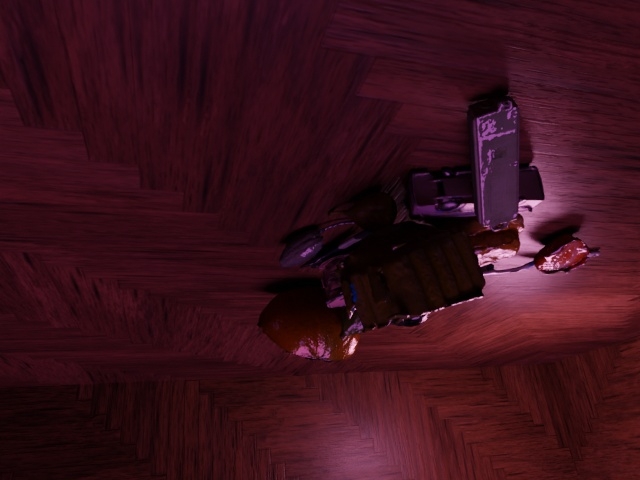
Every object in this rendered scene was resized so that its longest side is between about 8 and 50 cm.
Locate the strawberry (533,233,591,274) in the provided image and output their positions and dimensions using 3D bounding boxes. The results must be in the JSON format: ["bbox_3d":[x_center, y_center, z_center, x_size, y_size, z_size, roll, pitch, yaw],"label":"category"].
[{"bbox_3d":[0.691,0.032,1.368,0.146,0.082,0.187,-11,149,-2],"label":"strawberry"}]

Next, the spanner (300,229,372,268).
[{"bbox_3d":[0.055,0.016,1.217,0.087,0.024,0.316,-9,164,-41],"label":"spanner"}]

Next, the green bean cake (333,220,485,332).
[{"bbox_3d":[0.164,0.075,1.053,0.310,0.202,0.285,-11,171,-39],"label":"green bean cake"}]

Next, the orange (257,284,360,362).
[{"bbox_3d":[-0.015,0.267,1.517,0.274,0.274,0.310,-23,124,32],"label":"orange"}]

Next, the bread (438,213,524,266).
[{"bbox_3d":[0.381,-0.003,1.171,0.198,0.120,0.236,5,158,-43],"label":"bread"}]

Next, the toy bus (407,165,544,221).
[{"bbox_3d":[0.318,-0.095,1.004,0.274,0.090,0.112,-3,162,-4],"label":"toy bus"}]

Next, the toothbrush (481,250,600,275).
[{"bbox_3d":[0.689,0.074,1.500,0.386,0.040,0.040,-8,155,4],"label":"toothbrush"}]

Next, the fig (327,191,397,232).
[{"bbox_3d":[0.092,-0.048,1.050,0.166,0.093,0.093,-23,150,27],"label":"fig"}]

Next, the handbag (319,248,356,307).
[{"bbox_3d":[0.098,0.098,1.297,0.205,0.116,0.179,-15,162,-8],"label":"handbag"}]

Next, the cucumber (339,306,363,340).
[{"bbox_3d":[0.139,0.197,1.407,0.244,0.134,0.134,-47,153,-7],"label":"cucumber"}]

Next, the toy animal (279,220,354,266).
[{"bbox_3d":[-0.002,-0.005,1.171,0.253,0.070,0.079,-29,-177,19],"label":"toy animal"}]

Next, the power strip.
[{"bbox_3d":[0.313,-0.133,0.854,0.078,0.052,0.272,-13,130,9],"label":"power strip"}]

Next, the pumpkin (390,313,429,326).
[{"bbox_3d":[0.268,0.205,1.560,0.194,0.150,0.194,-5,144,-3],"label":"pumpkin"}]
